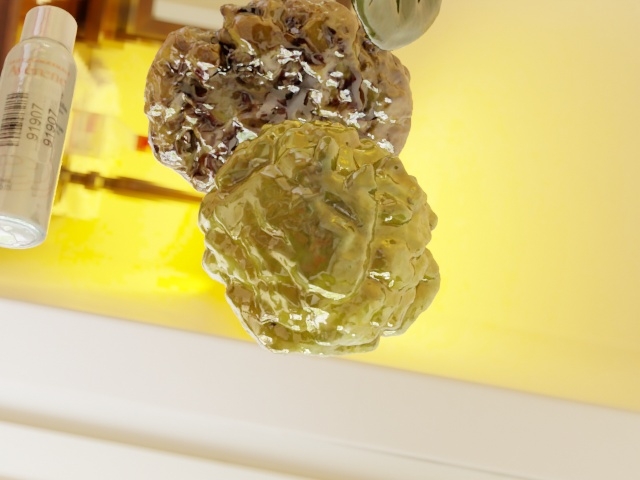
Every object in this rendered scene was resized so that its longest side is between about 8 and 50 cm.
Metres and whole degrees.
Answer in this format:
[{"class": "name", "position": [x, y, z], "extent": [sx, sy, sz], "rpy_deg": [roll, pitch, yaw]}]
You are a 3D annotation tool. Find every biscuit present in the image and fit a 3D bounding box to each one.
[{"class": "biscuit", "position": [-0.047, -0.156, 1.434], "extent": [0.081, 0.334, 0.289], "rpy_deg": [-102, -157, -52]}]

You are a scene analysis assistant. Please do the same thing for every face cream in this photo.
[{"class": "face cream", "position": [-0.303, -0.126, 1.231], "extent": [0.082, 0.082, 0.269], "rpy_deg": [95, -1, -64]}]

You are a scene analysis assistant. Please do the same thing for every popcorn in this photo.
[{"class": "popcorn", "position": [0.005, -0.005, 1.176], "extent": [0.225, 0.249, 0.249], "rpy_deg": [-20, 122, -66]}]

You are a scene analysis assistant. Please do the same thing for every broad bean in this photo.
[{"class": "broad bean", "position": [0.061, -0.271, 1.192], "extent": [0.206, 0.072, 0.153], "rpy_deg": [-2, 80, -64]}]
